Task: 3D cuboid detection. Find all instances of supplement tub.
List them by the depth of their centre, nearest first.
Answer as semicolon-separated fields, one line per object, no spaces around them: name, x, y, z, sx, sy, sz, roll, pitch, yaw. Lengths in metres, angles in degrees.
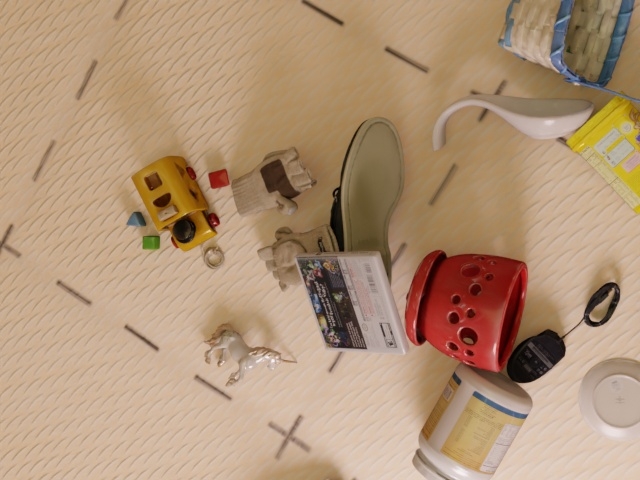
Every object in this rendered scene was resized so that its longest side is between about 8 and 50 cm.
supplement tub;0.256;0.322;1.773;0.144;0.144;0.200;30;100;12

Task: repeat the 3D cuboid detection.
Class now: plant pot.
plant pot;0.244;0.108;1.748;0.174;0.191;0.191;16;96;20

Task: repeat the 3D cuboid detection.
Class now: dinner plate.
dinner plate;0.512;0.273;1.769;0.141;0.017;0.141;0;91;15

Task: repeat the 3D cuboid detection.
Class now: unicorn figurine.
unicorn figurine;-0.144;0.216;1.922;0.162;0.060;0.111;42;102;10

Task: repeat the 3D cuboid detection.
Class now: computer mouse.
computer mouse;0.416;0.156;1.782;0.242;0.041;0.071;-40;103;6

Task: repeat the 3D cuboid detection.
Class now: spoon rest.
spoon rest;0.320;-0.211;1.751;0.276;0.137;0.084;-6;108;23

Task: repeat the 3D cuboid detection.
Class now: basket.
basket;0.449;-0.367;1.649;0.289;0.201;0.255;25;101;45

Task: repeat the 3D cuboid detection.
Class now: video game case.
video game case;0.053;0.106;1.772;0.173;0.022;0.190;-2;116;38

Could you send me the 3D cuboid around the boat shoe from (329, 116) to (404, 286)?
boat shoe;0.069;-0.049;1.832;0.127;0.113;0.340;-7;102;-29

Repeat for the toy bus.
toy bus;-0.267;-0.057;1.922;0.202;0.104;0.191;17;97;14

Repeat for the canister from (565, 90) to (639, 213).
canister;0.512;-0.144;1.724;0.126;0.073;0.170;-43;83;13

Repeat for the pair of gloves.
pair of gloves;-0.059;-0.040;1.862;0.204;0.042;0.240;-31;78;45

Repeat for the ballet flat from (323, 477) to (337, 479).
ballet flat;-0.081;0.615;1.883;0.147;0.147;0.409;40;101;10
